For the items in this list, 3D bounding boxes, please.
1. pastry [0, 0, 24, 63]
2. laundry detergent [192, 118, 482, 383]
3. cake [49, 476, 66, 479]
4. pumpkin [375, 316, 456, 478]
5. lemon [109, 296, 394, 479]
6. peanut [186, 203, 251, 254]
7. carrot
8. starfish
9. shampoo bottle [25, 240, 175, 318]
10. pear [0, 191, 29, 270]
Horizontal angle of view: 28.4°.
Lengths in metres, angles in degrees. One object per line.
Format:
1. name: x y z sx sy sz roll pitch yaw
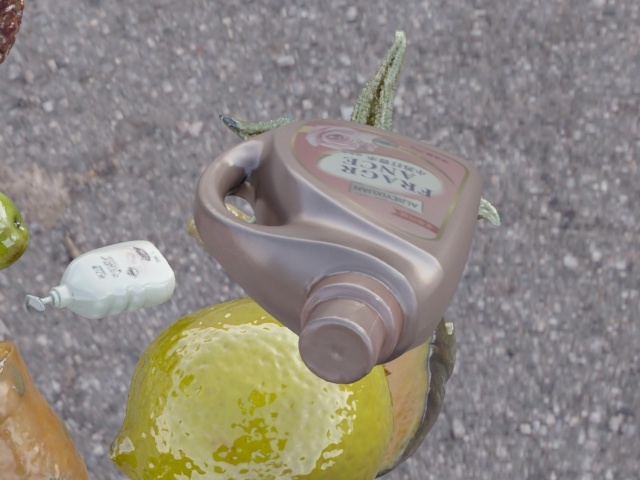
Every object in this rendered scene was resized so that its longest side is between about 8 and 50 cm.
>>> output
1. pastry: -0.440 -0.292 1.634 0.097 0.115 0.208 22 91 6
2. laundry detergent: 0.000 0.000 0.750 0.171 0.076 0.237 18 27 9
3. cake: -0.249 0.266 1.127 0.055 0.051 0.140 -30 18 9
4. pumpkin: 0.092 0.217 1.501 0.254 0.130 0.149 -38 53 11
5. lemon: -0.062 0.174 1.233 0.267 0.267 0.267 -4 59 6
6. peanut: -0.117 0.004 1.980 0.099 0.214 0.099 -33 42 36
7. carrot: -0.505 0.341 2.006 0.224 0.340 0.224 -20 19 7
8. starfish: 0.035 -0.052 1.527 0.347 0.078 0.357 -18 73 16
9. shampoo bottle: -0.222 0.044 1.235 0.152 0.045 0.077 -16 57 -38
10. pear: -0.291 -0.010 1.058 0.097 0.092 0.092 18 62 -2
